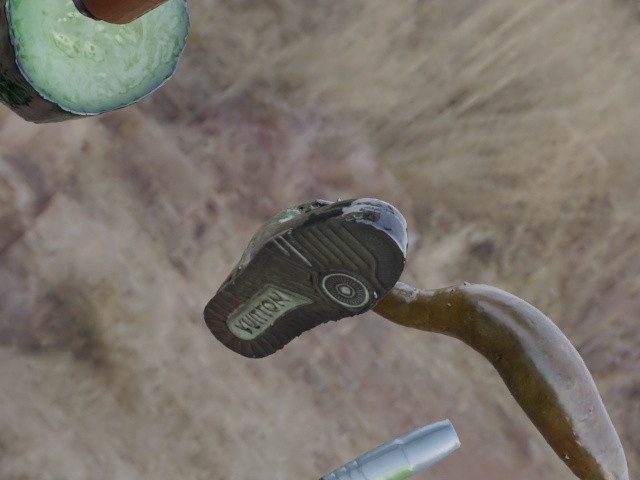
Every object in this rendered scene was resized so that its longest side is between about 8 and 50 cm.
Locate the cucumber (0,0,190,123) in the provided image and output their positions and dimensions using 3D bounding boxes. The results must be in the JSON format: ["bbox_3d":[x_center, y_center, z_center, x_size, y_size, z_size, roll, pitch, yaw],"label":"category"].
[{"bbox_3d":[-0.226,-0.192,1.608,0.191,0.191,0.130,45,-15,-20],"label":"cucumber"}]

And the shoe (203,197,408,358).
[{"bbox_3d":[0.002,0.001,1.605,0.109,0.293,0.149,41,52,-12],"label":"shoe"}]

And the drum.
[{"bbox_3d":[-0.019,0.200,1.246,0.130,0.253,0.049,-75,141,-74],"label":"drum"}]

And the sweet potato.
[{"bbox_3d":[0.179,0.112,1.645,0.346,0.108,0.079,39,23,19],"label":"sweet potato"}]

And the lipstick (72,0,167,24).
[{"bbox_3d":[-0.067,-0.227,1.215,0.077,0.418,0.077,7,78,-33],"label":"lipstick"}]
